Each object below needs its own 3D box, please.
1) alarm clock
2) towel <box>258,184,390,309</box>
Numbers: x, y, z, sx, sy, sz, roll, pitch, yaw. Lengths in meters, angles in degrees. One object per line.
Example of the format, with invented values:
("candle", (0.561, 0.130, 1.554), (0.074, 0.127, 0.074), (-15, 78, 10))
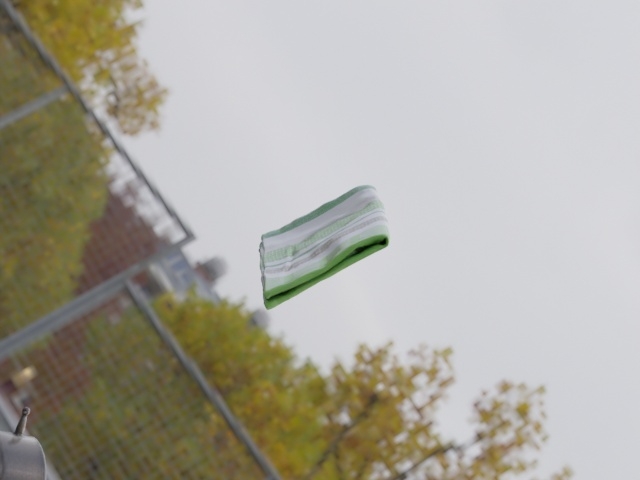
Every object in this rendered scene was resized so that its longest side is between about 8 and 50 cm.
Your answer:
("alarm clock", (-0.305, 0.258, 1.380), (0.129, 0.064, 0.192), (-37, -131, 46))
("towel", (0.000, 0.000, 1.193), (0.023, 0.113, 0.152), (59, 6, -14))
